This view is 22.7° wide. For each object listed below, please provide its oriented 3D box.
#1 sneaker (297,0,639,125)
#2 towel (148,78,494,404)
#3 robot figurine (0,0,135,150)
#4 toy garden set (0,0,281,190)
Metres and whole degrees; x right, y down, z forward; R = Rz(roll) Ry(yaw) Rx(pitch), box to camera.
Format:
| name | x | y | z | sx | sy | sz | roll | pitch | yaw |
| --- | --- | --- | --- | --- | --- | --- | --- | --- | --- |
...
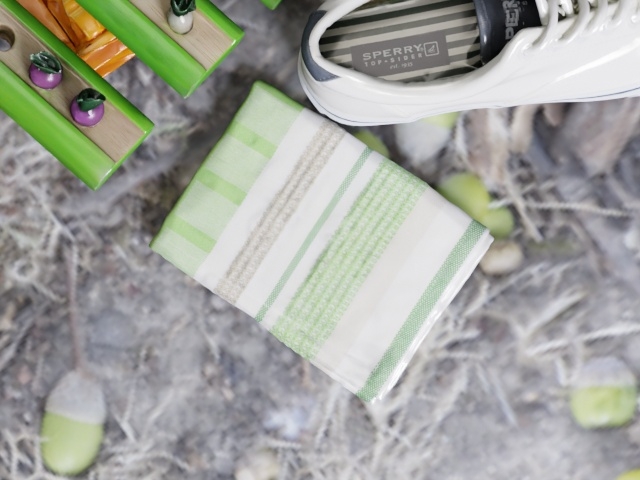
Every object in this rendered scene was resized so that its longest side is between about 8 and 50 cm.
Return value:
| name | x | y | z | sx | sy | sz | roll | pitch | yaw |
| --- | --- | --- | --- | --- | --- | --- | --- | --- | --- |
| sneaker | 0.113 | -0.108 | 0.796 | 0.258 | 0.091 | 0.094 | -16 | 90 | 6 |
| towel | 0.000 | 0.000 | 0.847 | 0.152 | 0.023 | 0.113 | 35 | 92 | 6 |
| robot figurine | -0.226 | -0.183 | 0.829 | 0.211 | 0.085 | 0.291 | -36 | 88 | 2 |
| toy garden set | -0.101 | -0.181 | 0.775 | 0.204 | 0.049 | 0.244 | 42 | 68 | -3 |
